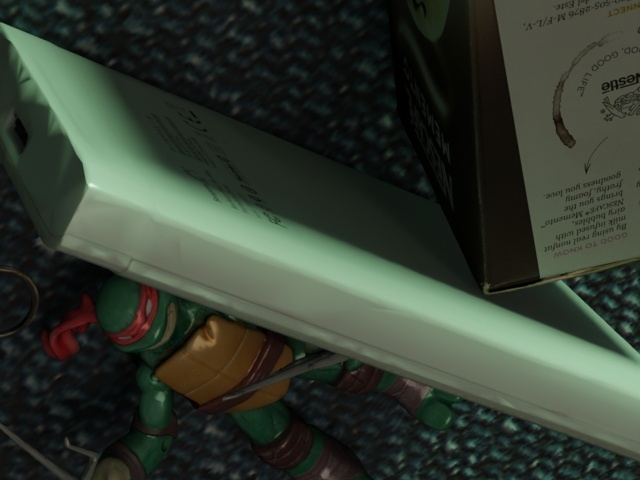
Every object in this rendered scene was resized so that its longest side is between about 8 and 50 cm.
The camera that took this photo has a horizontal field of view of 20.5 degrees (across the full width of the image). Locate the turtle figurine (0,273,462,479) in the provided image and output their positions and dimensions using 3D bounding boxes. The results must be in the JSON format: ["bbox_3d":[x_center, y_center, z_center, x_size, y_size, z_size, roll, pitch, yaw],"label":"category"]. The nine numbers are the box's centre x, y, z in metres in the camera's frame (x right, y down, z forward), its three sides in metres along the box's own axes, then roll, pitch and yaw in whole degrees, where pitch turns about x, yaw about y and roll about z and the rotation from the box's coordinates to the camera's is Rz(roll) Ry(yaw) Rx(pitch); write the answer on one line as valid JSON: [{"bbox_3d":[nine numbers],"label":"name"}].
[{"bbox_3d":[-0.040,0.068,0.877,0.175,0.118,0.234,-35,142,27],"label":"turtle figurine"}]

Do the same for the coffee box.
[{"bbox_3d":[0.094,-0.149,0.761,0.119,0.168,0.297,-12,126,-7],"label":"coffee box"}]

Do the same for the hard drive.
[{"bbox_3d":[0.000,0.000,0.811,0.308,0.203,0.040,22,105,-29],"label":"hard drive"}]

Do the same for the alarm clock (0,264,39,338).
[{"bbox_3d":[-0.226,0.048,0.826,0.192,0.064,0.129,-14,118,-13],"label":"alarm clock"}]
